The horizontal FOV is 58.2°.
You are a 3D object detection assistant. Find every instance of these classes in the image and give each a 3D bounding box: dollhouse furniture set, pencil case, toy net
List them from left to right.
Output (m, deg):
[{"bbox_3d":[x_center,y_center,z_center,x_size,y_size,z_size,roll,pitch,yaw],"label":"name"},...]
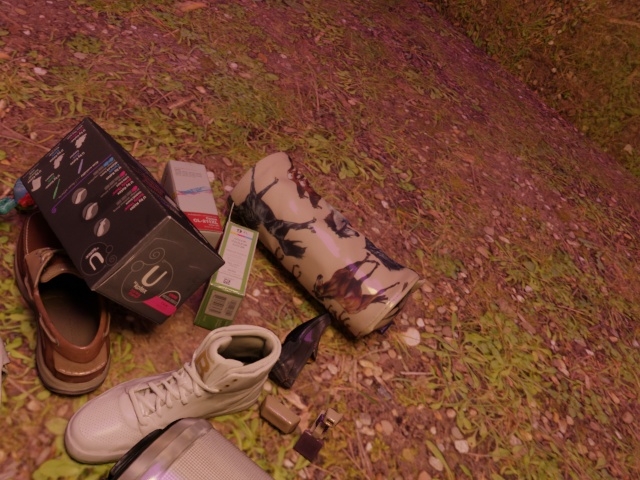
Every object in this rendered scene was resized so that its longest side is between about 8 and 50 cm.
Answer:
[{"bbox_3d":[-0.506,-0.034,0.911,0.122,0.045,0.232,8,43,29],"label":"toy net"},{"bbox_3d":[-0.025,0.256,0.890,0.114,0.091,0.081,33,25,10],"label":"dollhouse furniture set"},{"bbox_3d":[0.000,0.000,1.103,0.410,0.160,0.183,44,33,17],"label":"pencil case"}]

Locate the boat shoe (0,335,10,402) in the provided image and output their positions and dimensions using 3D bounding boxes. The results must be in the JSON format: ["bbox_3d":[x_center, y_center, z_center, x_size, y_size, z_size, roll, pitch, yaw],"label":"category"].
[{"bbox_3d":[-0.449,0.163,0.742,0.084,0.095,0.258,31,33,-44],"label":"boat shoe"}]

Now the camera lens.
[{"bbox_3d":[-0.120,0.348,0.619,0.274,0.219,0.219,37,41,10],"label":"camera lens"}]

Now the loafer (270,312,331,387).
[{"bbox_3d":[-0.031,0.183,0.980,0.061,0.062,0.170,55,46,-3],"label":"loafer"}]

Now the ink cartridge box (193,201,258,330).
[{"bbox_3d":[-0.158,0.044,1.004,0.062,0.109,0.209,19,40,-12],"label":"ink cartridge box"}]

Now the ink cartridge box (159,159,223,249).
[{"bbox_3d":[-0.240,-0.038,1.027,0.072,0.127,0.175,4,46,-30],"label":"ink cartridge box"}]

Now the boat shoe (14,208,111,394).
[{"bbox_3d":[-0.375,0.063,0.853,0.123,0.116,0.324,-8,52,-36],"label":"boat shoe"}]

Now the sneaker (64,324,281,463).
[{"bbox_3d":[-0.192,0.192,0.784,0.292,0.169,0.108,-13,57,-37],"label":"sneaker"}]

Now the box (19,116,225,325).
[{"bbox_3d":[-0.295,-0.030,0.859,0.143,0.165,0.270,-44,58,-3],"label":"box"}]
